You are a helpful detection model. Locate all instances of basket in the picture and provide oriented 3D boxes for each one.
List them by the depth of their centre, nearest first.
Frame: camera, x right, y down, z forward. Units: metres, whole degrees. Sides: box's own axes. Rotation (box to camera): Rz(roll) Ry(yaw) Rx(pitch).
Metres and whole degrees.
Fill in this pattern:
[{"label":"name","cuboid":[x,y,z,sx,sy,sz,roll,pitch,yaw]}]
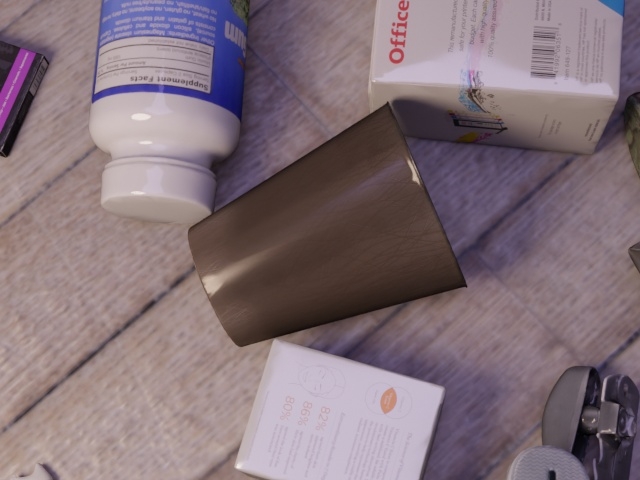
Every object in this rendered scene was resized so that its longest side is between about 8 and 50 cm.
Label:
[{"label":"basket","cuboid":[0.000,0.000,1.274,0.227,0.154,0.204,-23,120,4]}]

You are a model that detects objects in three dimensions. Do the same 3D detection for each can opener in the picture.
[{"label":"can opener","cuboid":[0.248,0.261,1.252,0.095,0.076,0.283,2,74,37]}]

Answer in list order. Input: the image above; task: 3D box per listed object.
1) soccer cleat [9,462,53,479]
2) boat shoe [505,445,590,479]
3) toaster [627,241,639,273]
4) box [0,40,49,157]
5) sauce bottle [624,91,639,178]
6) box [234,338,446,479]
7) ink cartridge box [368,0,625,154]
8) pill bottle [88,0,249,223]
[{"label":"soccer cleat","cuboid":[-0.302,0.250,1.298,0.083,0.029,0.035,-30,68,-7]},{"label":"boat shoe","cuboid":[0.189,0.326,1.130,0.109,0.094,0.302,9,55,4]},{"label":"toaster","cuboid":[0.413,0.037,1.243,0.185,0.110,0.168,-31,97,-3]},{"label":"box","cuboid":[-0.385,-0.167,1.403,0.162,0.029,0.116,20,77,7]},{"label":"sauce bottle","cuboid":[0.479,-0.130,1.300,0.344,0.111,0.111,-12,76,1]},{"label":"box","cuboid":[0.021,0.183,1.261,0.170,0.091,0.130,16,77,7]},{"label":"ink cartridge box","cuboid":[0.170,-0.197,1.305,0.232,0.168,0.171,6,76,5]},{"label":"pill bottle","cuboid":[-0.151,-0.160,1.325,0.152,0.152,0.272,2,77,4]}]
